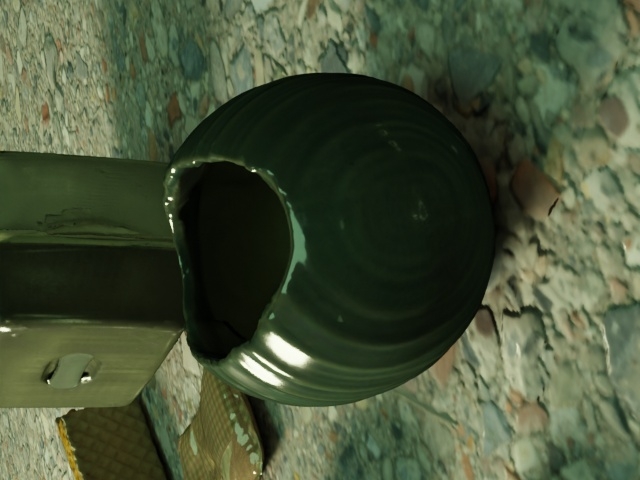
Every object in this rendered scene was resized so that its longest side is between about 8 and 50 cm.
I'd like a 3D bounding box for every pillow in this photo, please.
[{"bbox_3d":[-0.091,0.196,1.111,0.135,0.034,0.211,62,151,30],"label":"pillow"}]

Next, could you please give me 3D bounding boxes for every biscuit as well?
[{"bbox_3d":[-0.182,0.317,1.275,0.054,0.094,0.379,103,148,-50],"label":"biscuit"}]

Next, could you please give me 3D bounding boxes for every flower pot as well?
[{"bbox_3d":[0.000,0.000,0.710,0.243,0.157,0.189,-12,89,64],"label":"flower pot"}]

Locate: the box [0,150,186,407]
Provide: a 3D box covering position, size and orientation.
[{"bbox_3d":[-0.235,0.046,1.148,0.290,0.220,0.166,128,139,-58],"label":"box"}]
